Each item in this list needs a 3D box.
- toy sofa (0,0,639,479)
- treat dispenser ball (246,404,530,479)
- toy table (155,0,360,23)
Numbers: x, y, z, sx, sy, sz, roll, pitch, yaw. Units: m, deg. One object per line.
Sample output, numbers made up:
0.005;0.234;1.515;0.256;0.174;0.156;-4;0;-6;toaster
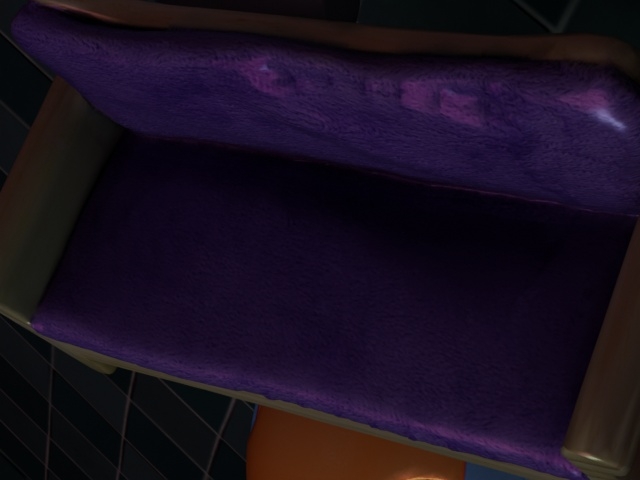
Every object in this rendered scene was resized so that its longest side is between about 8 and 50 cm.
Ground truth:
0.000;0.000;0.729;0.363;0.150;0.177;12;162;34;toy sofa
0.101;0.127;0.897;0.288;0.288;0.288;36;152;23;treat dispenser ball
-0.041;-0.232;0.768;0.274;0.161;0.252;55;153;-15;toy table
